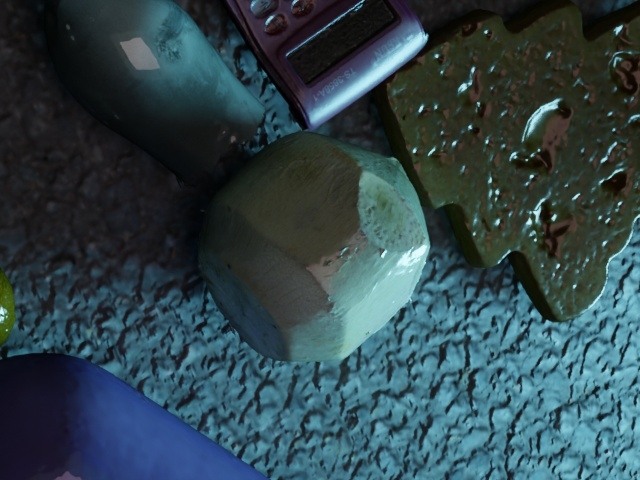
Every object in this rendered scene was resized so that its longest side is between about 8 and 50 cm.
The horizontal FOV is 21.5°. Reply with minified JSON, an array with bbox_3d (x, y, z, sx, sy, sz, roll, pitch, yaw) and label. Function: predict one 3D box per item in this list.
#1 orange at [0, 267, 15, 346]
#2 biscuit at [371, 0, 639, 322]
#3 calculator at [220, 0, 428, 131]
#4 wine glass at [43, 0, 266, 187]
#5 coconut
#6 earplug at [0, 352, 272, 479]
[{"bbox_3d":[-0.254,0.046,1.135,0.095,0.085,0.085,-7,103,-20],"label":"orange"},{"bbox_3d":[0.168,-0.091,1.358,0.301,0.043,0.278,21,91,-27],"label":"biscuit"},{"bbox_3d":[-0.013,-0.190,1.241,0.127,0.034,0.190,-37,104,-17],"label":"calculator"},{"bbox_3d":[-0.137,-0.135,1.151,0.222,0.103,0.103,43,79,-28],"label":"wine glass"},{"bbox_3d":[0.000,0.002,1.224,0.162,0.161,0.161,-37,115,-20],"label":"coconut"},{"bbox_3d":[-0.092,0.248,1.201,0.456,0.215,0.215,41,80,-24],"label":"earplug"}]
